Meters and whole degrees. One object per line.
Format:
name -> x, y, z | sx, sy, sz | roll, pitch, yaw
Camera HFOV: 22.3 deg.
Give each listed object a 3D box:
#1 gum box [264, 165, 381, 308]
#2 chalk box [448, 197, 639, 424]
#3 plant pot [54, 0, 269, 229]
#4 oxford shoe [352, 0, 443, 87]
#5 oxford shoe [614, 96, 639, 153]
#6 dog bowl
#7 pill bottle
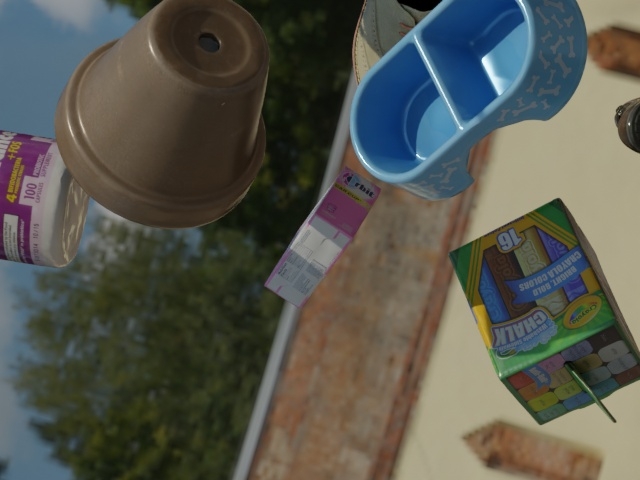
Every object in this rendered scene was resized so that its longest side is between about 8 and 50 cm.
gum box -> 0.000, 0.000, 2.210 | 0.188, 0.062, 0.107 | -54, 4, 46
chalk box -> 0.325, 0.126, 2.234 | 0.180, 0.179, 0.289 | 49, -161, -50
plant pot -> -0.168, -0.179, 1.959 | 0.229, 0.263, 0.263 | -54, 11, 54
oxford shoe -> 0.116, -0.281, 2.183 | 0.146, 0.140, 0.397 | -99, 6, -70
oxford shoe -> 0.394, -0.135, 1.957 | 0.227, 0.096, 0.083 | -13, -82, -61
dog bowl -> 0.144, -0.163, 1.706 | 0.074, 0.166, 0.297 | 2, -33, -46
pill bottle -> -0.464, -0.068, 2.126 | 0.169, 0.301, 0.169 | 9, -90, -87
